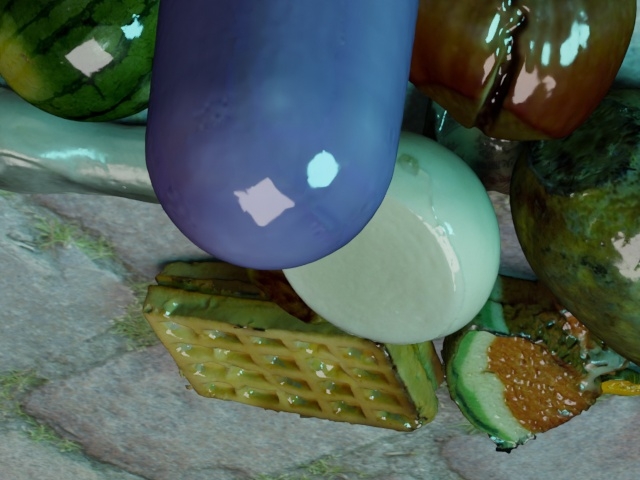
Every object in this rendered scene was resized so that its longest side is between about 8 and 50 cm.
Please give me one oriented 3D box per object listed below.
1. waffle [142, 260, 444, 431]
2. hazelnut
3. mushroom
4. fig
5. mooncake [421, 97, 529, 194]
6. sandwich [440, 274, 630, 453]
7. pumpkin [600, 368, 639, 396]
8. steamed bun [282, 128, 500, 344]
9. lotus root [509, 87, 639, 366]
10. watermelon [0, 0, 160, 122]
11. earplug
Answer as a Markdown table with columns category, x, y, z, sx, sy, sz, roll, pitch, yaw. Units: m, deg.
| category | x | y | z | sx | sy | sz | roll | pitch | yaw |
| --- | --- | --- | --- | --- | --- | --- | --- | --- | --- |
| waffle | -0.031 | 0.122 | 1.820 | 0.328 | 0.098 | 0.224 | 6 | 144 | 26 |
| hazelnut | 0.161 | -0.192 | 1.312 | 0.212 | 0.181 | 0.181 | 18 | 164 | 2 |
| mushroom | -0.242 | -0.092 | 1.596 | 0.351 | 0.097 | 0.109 | 9 | 148 | -10 |
| fig | 0.000 | 0.000 | 1.664 | 0.144 | 0.154 | 0.165 | 39 | 104 | -17 |
| mooncake | 0.162 | -0.100 | 1.531 | 0.125 | 0.073 | 0.130 | 3 | 141 | 7 |
| sandwich | 0.240 | 0.130 | 1.820 | 0.212 | 0.109 | 0.292 | -21 | 139 | 24 |
| pumpkin | 0.378 | 0.176 | 1.922 | 0.083 | 0.028 | 0.050 | 18 | 146 | -30 |
| steamed bun | 0.073 | -0.016 | 1.510 | 0.232 | 0.145 | 0.232 | 17 | 132 | 19 |
| lotus root | 0.330 | -0.005 | 1.494 | 0.250 | 0.250 | 0.346 | -19 | 141 | 31 |
| watermelon | -0.210 | -0.190 | 1.422 | 0.232 | 0.127 | 0.204 | -21 | 133 | 25 |
| earplug | -0.019 | -0.184 | 1.114 | 0.215 | 0.456 | 0.215 | 4 | 148 | 2 |
